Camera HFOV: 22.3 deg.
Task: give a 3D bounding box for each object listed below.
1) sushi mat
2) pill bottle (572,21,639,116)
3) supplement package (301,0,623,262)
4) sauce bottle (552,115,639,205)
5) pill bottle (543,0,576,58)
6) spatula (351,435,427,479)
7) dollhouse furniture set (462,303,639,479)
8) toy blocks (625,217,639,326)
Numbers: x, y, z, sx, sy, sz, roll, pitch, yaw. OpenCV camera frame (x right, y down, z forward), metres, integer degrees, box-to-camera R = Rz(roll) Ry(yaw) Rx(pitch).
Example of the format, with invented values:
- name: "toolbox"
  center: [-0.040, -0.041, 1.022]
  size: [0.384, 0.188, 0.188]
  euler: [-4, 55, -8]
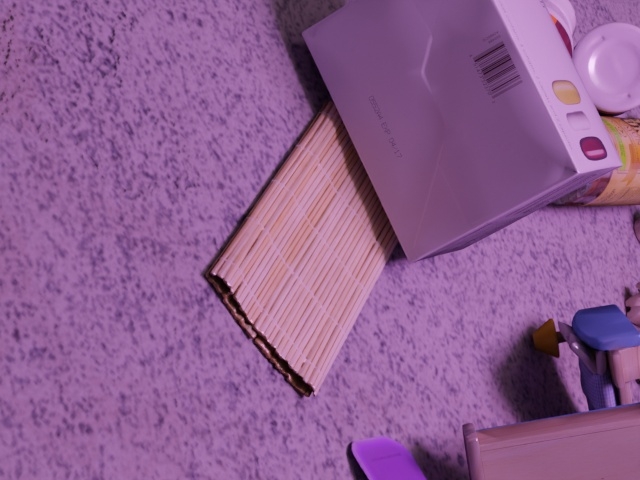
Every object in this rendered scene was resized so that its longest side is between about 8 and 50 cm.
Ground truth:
- name: "sushi mat"
  center: [0.000, 0.000, 1.560]
  size: [0.151, 0.019, 0.316]
  euler: [52, 38, -17]
- name: "pill bottle"
  center: [0.353, -0.205, 1.994]
  size: [0.108, 0.108, 0.180]
  euler: [64, 4, 1]
- name: "supplement package"
  center: [0.144, -0.143, 1.641]
  size: [0.145, 0.204, 0.262]
  euler: [-12, 75, -62]
- name: "sauce bottle"
  center: [0.383, -0.098, 2.004]
  size: [0.344, 0.111, 0.111]
  euler: [-4, 72, -51]
- name: "pill bottle"
  center: [0.223, -0.203, 1.867]
  size: [0.121, 0.121, 0.221]
  euler: [50, 39, -18]
- name: "spatula"
  center: [0.105, 0.316, 1.484]
  size: [0.084, 0.030, 0.296]
  euler: [-4, 71, -54]
- name: "dollhouse furniture set"
  center: [0.251, 0.245, 1.680]
  size: [0.303, 0.198, 0.286]
  euler: [-91, 171, -77]
- name: "toy blocks"
  center: [0.568, 0.068, 2.006]
  size: [0.309, 0.260, 0.288]
  euler: [30, 48, -37]
